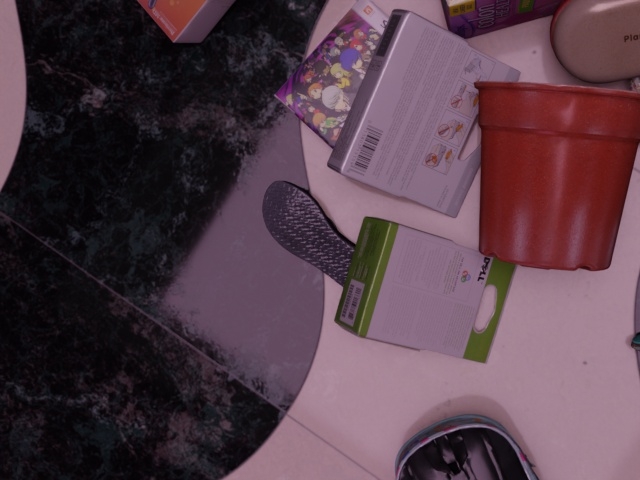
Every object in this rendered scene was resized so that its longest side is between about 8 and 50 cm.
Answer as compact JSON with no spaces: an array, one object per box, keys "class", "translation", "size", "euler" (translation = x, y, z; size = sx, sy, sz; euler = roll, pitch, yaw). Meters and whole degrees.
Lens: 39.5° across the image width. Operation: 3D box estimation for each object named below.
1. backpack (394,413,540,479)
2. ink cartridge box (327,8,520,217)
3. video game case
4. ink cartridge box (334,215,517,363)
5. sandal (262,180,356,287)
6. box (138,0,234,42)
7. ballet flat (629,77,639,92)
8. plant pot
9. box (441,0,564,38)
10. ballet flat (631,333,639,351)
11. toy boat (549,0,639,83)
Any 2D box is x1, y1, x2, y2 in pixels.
[{"class":"backpack","translation":[0.235,0.402,1.392],"size":[0.225,0.191,0.253],"euler":[-27,91,5]},{"class":"ink cartridge box","translation":[0.171,-0.201,1.453],"size":[0.239,0.060,0.275],"euler":[20,98,-29]},{"class":"video game case","translation":[0.074,-0.261,1.512],"size":[0.210,0.042,0.232],"euler":[44,96,7]},{"class":"ink cartridge box","translation":[0.175,0.086,1.469],"size":[0.255,0.097,0.189],"euler":[16,91,-24]},{"class":"sandal","translation":[0.000,0.001,1.520],"size":[0.254,0.054,0.097],"euler":[44,103,-2]},{"class":"box","translation":[-0.217,-0.442,1.518],"size":[0.130,0.091,0.170],"euler":[49,116,8]},{"class":"ballet flat","translation":[0.545,-0.157,1.414],"size":[0.077,0.091,0.241],"euler":[-37,78,33]},{"class":"plant pot","translation":[0.356,-0.098,1.362],"size":[0.272,0.272,0.265],"euler":[7,98,10]},{"class":"box","translation":[0.306,-0.421,1.390],"size":[0.243,0.213,0.117],"euler":[-13,86,9]},{"class":"ballet flat","translation":[0.591,0.161,1.406],"size":[0.188,0.070,0.070],"euler":[-17,86,12]},{"class":"toy boat","translation":[0.476,-0.342,1.397],"size":[0.231,0.151,0.151],"euler":[-10,117,8]}]
